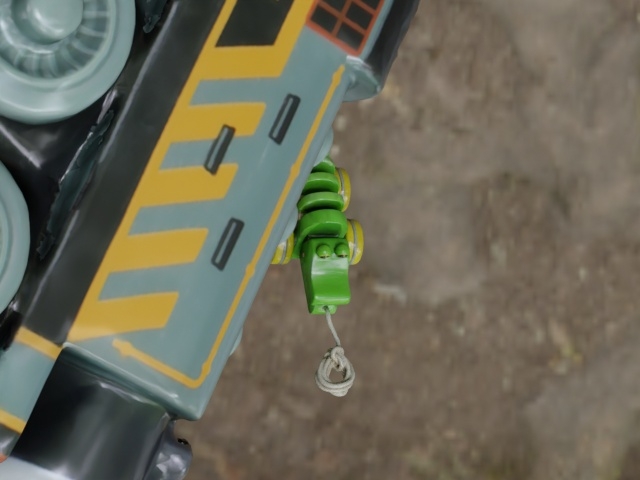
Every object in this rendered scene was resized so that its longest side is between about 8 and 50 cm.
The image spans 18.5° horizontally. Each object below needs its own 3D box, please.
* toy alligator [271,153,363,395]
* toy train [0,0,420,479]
[{"bbox_3d":[0.000,0.000,1.187,0.056,0.189,0.051,0,145,-20],"label":"toy alligator"},{"bbox_3d":[-0.080,-0.054,0.748,0.190,0.334,0.142,30,164,-26],"label":"toy train"}]
